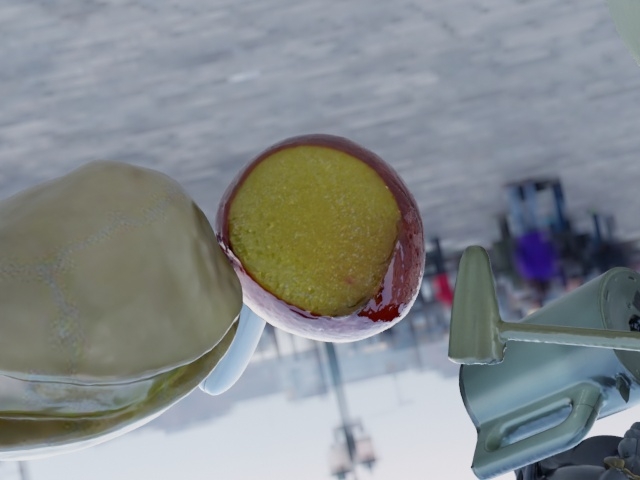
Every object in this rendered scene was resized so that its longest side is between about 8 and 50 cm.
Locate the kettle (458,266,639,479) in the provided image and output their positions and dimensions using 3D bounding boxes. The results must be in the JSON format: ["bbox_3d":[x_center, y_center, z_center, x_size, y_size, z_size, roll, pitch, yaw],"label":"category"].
[{"bbox_3d":[0.184,0.103,1.305,0.098,0.126,0.148,16,145,-42],"label":"kettle"}]

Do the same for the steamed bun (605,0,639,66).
[{"bbox_3d":[0.351,-0.234,0.971,0.456,0.290,0.371,-46,-152,17],"label":"steamed bun"}]

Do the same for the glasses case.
[{"bbox_3d":[-0.099,0.101,2.132,0.049,0.197,0.076,30,-151,18],"label":"glasses case"}]

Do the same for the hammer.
[{"bbox_3d":[0.161,0.040,0.872,0.195,0.060,0.028,5,-179,13],"label":"hammer"}]

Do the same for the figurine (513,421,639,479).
[{"bbox_3d":[0.259,0.272,1.703,0.175,0.197,0.265,-4,-143,6],"label":"figurine"}]

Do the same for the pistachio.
[{"bbox_3d":[-0.203,0.060,1.408,0.238,0.229,0.321,25,-149,30],"label":"pistachio"}]

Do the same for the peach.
[{"bbox_3d":[0.000,0.000,1.579,0.190,0.190,0.192,-11,-165,-13],"label":"peach"}]
